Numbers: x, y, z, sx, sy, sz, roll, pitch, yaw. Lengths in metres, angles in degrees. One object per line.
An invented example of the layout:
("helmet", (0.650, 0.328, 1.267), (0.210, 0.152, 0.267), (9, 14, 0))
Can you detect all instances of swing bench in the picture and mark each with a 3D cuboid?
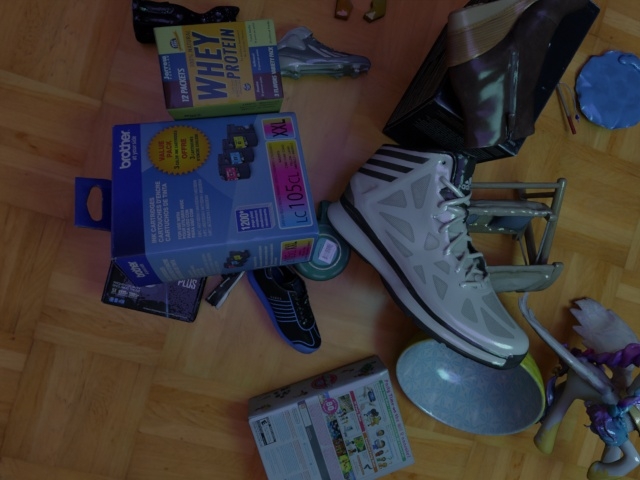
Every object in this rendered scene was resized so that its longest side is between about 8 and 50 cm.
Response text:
("swing bench", (0.358, -0.002, 0.967), (0.253, 0.165, 0.254), (-1, 94, -9))

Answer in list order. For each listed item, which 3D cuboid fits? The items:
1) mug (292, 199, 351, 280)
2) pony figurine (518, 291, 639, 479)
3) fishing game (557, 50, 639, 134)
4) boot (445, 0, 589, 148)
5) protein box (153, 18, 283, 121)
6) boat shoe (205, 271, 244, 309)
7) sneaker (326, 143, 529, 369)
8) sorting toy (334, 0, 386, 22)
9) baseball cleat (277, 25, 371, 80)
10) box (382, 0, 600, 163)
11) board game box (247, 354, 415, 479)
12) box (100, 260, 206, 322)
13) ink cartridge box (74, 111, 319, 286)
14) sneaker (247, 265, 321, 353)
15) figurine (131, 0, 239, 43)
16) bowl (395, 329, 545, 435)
("mug", (-0.006, 0.007, 0.945), (0.130, 0.097, 0.157), (-23, 97, -6))
("pony figurine", (0.568, 0.294, 0.943), (0.303, 0.351, 0.363), (-1, 123, -28))
("fishing game", (0.681, -0.349, 1.060), (0.264, 0.041, 0.189), (-18, 88, -2))
("boot", (0.311, -0.269, 0.701), (0.249, 0.090, 0.206), (-19, 108, -9))
("protein box", (-0.181, -0.299, 0.848), (0.200, 0.201, 0.135), (-8, 95, -8))
("boat shoe", (-0.193, 0.084, 0.949), (0.038, 0.046, 0.125), (35, 91, -6))
("sneaker", (0.222, -0.007, 0.786), (0.447, 0.169, 0.257), (45, 120, 22))
("sorting toy", (0.128, -0.616, 0.957), (0.229, 0.041, 0.307), (8, 92, -9))
("baseball cleat", (0.002, -0.390, 0.937), (0.206, 0.072, 0.109), (-6, 88, -12))
("box", (0.302, -0.311, 0.873), (0.183, 0.294, 0.296), (31, 89, -10))
("board game box", (0.023, 0.410, 0.976), (0.303, 0.097, 0.224), (-17, 97, -6))
("box", (-0.321, 0.069, 0.911), (0.180, 0.077, 0.147), (16, 90, -9))
("ink cartridge box", (-0.222, -0.075, 0.829), (0.396, 0.151, 0.270), (-8, 67, -8))
("sneaker", (-0.058, 0.131, 0.938), (0.232, 0.090, 0.081), (55, 41, -7))
("figurine", (-0.260, -0.498, 0.891), (0.210, 0.092, 0.214), (-5, 93, -16))
("bowl", (0.322, 0.257, 0.964), (0.289, 0.289, 0.156), (46, 43, -8))
